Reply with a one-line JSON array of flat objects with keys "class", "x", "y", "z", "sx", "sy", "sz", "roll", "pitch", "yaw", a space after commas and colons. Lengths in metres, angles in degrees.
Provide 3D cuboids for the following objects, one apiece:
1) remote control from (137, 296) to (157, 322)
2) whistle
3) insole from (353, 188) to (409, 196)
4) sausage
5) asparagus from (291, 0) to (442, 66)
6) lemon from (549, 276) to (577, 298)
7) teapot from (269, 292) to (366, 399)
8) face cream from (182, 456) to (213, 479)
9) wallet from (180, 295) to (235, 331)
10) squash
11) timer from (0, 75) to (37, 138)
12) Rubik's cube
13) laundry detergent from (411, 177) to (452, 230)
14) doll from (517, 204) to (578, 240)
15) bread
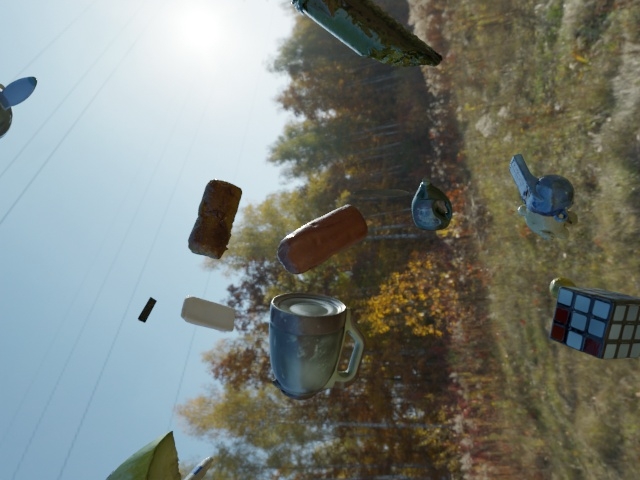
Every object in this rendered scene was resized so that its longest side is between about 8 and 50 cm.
[{"class": "remote control", "x": -0.590, "y": 0.236, "z": 1.495, "sx": 0.034, "sy": 0.016, "sz": 0.091, "roll": 41, "pitch": -134, "yaw": -26}, {"class": "whistle", "x": 0.438, "y": -0.103, "z": 0.855, "sx": 0.090, "sy": 0.091, "sz": 0.157, "roll": 52, "pitch": -156, "yaw": -60}, {"class": "insole", "x": 0.207, "y": -0.158, "z": 1.457, "sx": 0.232, "sy": 0.080, "sz": 0.003, "roll": -2, "pitch": -101, "yaw": -35}, {"class": "sausage", "x": 0.000, "y": 0.000, "z": 1.186, "sx": 0.113, "sy": 0.259, "sz": 0.113, "roll": 46, "pitch": 152, "yaw": 33}, {"class": "asparagus", "x": 0.103, "y": -0.499, "z": 1.030, "sx": 0.128, "sy": 0.382, "sz": 0.108, "roll": -47, "pitch": -7, "yaw": -25}, {"class": "lemon", "x": 0.839, "y": 0.169, "z": 1.521, "sx": 0.111, "sy": 0.082, "sz": 0.082, "roll": 27, "pitch": -137, "yaw": -22}, {"class": "teapot", "x": -0.010, "y": 0.341, "z": 1.378, "sx": 0.233, "sy": 0.315, "sz": 0.311, "roll": -137, "pitch": 51, "yaw": -72}, {"class": "face cream", "x": -0.315, "y": 0.598, "z": 1.123, "sx": 0.130, "sy": 0.034, "sz": 0.034, "roll": -20, "pitch": -80, "yaw": -72}, {"class": "wallet", "x": -0.378, "y": 0.250, "z": 1.486, "sx": 0.124, "sy": 0.183, "sz": 0.031, "roll": -99, "pitch": 31, "yaw": -58}, {"class": "squash", "x": -0.497, "y": 0.677, "z": 1.192, "sx": 0.204, "sy": 0.155, "sz": 0.236, "roll": 6, "pitch": -109, "yaw": -75}, {"class": "timer", "x": -0.759, "y": -0.331, "z": 0.998, "sx": 0.175, "sy": 0.255, "sz": 0.175, "roll": 47, "pitch": -175, "yaw": -6}, {"class": "Rubik's cube", "x": 0.753, "y": 0.217, "z": 1.190, "sx": 0.162, "sy": 0.161, "sz": 0.163, "roll": -154, "pitch": 71, "yaw": -66}, {"class": "laundry detergent", "x": 0.378, "y": -0.125, "z": 1.494, "sx": 0.210, "sy": 0.138, "sz": 0.062, "roll": 72, "pitch": -148, "yaw": -44}, {"class": "doll", "x": 0.886, "y": -0.106, "z": 1.645, "sx": 0.175, "sy": 0.278, "sz": 0.149, "roll": 54, "pitch": 139, "yaw": 28}, {"class": "bread", "x": -0.348, "y": -0.074, "z": 1.482, "sx": 0.077, "sy": 0.139, "sz": 0.270, "roll": 115, "pitch": 169, "yaw": -69}]
